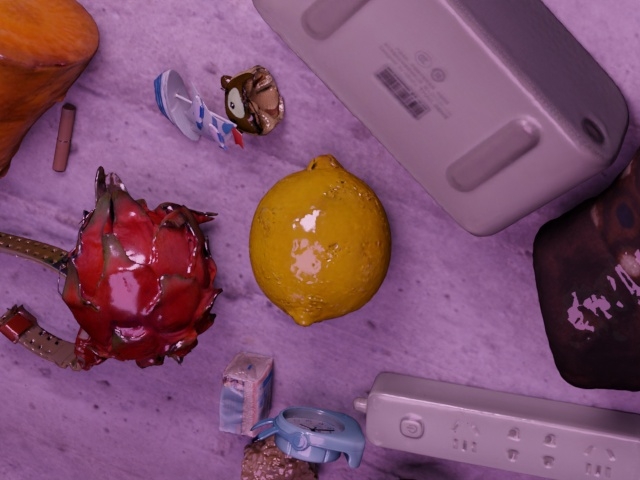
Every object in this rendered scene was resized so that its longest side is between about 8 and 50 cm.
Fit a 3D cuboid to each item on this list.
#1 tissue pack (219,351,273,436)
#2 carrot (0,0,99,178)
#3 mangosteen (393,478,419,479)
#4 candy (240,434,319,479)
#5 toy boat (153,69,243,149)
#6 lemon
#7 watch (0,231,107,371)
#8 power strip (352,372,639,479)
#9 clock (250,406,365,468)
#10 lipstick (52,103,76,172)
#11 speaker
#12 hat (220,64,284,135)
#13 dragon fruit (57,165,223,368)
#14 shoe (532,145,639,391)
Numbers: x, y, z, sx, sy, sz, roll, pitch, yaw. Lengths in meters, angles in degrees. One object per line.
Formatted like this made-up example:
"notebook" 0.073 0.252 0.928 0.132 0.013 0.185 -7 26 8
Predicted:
"tissue pack" -0.099 0.205 1.745 0.058 0.074 0.094 12 118 15
"carrot" -0.400 -0.181 1.569 0.196 0.196 0.254 33 127 -2
"mangosteen" 0.144 0.409 1.725 0.217 0.192 0.192 -6 118 -6
"candy" -0.059 0.318 1.796 0.110 0.085 0.095 -19 119 14
"toy boat" -0.143 -0.147 1.567 0.149 0.034 0.105 36 154 15
"lemon" 0.000 0.000 1.544 0.173 0.173 0.206 1 94 18
"watch" -0.391 0.077 1.770 0.268 0.102 0.165 17 124 18
"power strip" 0.227 0.244 1.666 0.385 0.062 0.091 8 117 13
"clock" -0.018 0.254 1.705 0.147 0.108 0.045 10 102 -10
"lipstick" -0.330 -0.131 1.667 0.019 0.019 0.094 21 121 6
"speaker" 0.126 -0.203 1.388 0.406 0.183 0.184 45 127 -9
"hat" -0.086 -0.163 1.537 0.059 0.076 0.077 -7 120 35
"dragon fruit" -0.229 0.038 1.630 0.192 0.193 0.274 -15 102 31
"shoe" 0.354 0.008 1.429 0.237 0.171 0.384 2 126 12
